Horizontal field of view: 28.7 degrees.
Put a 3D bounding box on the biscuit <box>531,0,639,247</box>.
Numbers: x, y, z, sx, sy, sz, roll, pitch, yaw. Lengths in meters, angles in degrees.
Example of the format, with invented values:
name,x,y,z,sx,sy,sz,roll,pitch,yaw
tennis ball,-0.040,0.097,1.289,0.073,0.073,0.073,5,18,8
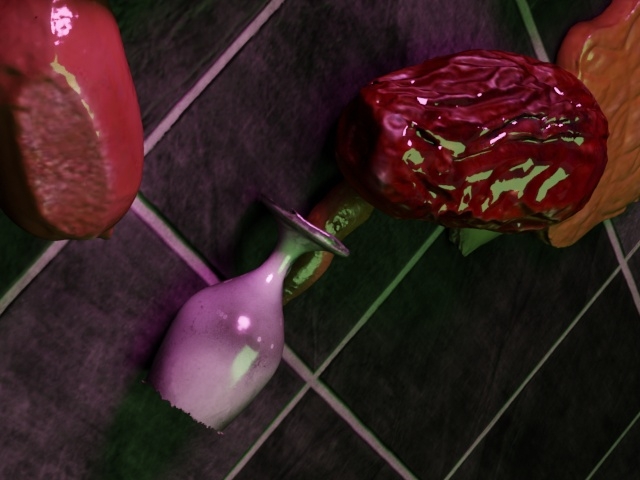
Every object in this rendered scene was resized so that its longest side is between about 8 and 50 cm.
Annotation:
name,x,y,z,sx,sy,sz,roll,pitch,yaw
biscuit,0.426,-0.182,1.748,0.365,0.062,0.385,-31,138,-29

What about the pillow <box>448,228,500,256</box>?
name,x,y,z,sx,sy,sz,roll,pitch,yaw
pillow,0.254,-0.057,1.630,0.208,0.053,0.119,-25,141,-10

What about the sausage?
name,x,y,z,sx,sy,sz,roll,pitch,yaw
sausage,-0.217,-0.103,1.013,0.148,0.148,0.254,-35,138,-26

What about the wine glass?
name,x,y,z,sx,sy,sz,roll,pitch,yaw
wine glass,-0.080,0.077,1.327,0.241,0.126,0.126,-55,144,-1

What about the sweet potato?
name,x,y,z,sx,sy,sz,roll,pitch,yaw
sweet potato,-0.001,-0.002,1.412,0.218,0.051,0.065,-51,147,-6

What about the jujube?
name,x,y,z,sx,sy,sz,roll,pitch,yaw
jujube,0.171,-0.105,1.409,0.342,0.216,0.216,-4,121,-41
